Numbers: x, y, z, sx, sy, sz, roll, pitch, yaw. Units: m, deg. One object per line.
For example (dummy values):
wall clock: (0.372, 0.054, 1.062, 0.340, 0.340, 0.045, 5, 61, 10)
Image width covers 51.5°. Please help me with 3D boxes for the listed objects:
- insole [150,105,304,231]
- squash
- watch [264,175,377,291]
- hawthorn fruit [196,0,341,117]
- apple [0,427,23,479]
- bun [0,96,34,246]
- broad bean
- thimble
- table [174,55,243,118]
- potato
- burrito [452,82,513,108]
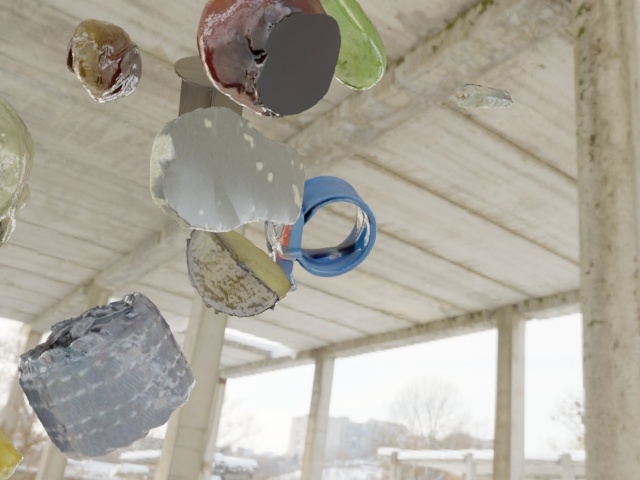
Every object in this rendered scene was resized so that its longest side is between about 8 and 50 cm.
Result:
insole: (-0.053, -0.045, 0.472, 0.011, 0.081, 0.248, 5, 1, 16)
squash: (0.005, -0.431, 1.221, 0.118, 0.118, 0.370, -12, -48, 38)
watch: (0.000, 0.000, 1.727, 0.274, 0.241, 0.305, -6, -60, -15)
hawthorn fruit: (-0.069, -0.278, 0.916, 0.189, 0.251, 0.190, -2, -57, -3)
apple: (-0.643, 0.392, 1.086, 0.252, 0.314, 0.309, 10, 3, -4)
bun: (-0.577, -0.079, 1.014, 0.234, 0.362, 0.326, 37, -63, -1)
broad bean: (-0.432, -0.353, 1.317, 0.122, 0.156, 0.228, 15, 6, 4)
thimble: (-0.312, 0.191, 0.963, 0.236, 0.205, 0.172, -16, -77, 41)
table: (-0.238, -0.256, 1.422, 0.167, 0.167, 0.227, 10, -57, -6)
potato: (-0.162, 0.076, 1.296, 0.098, 0.243, 0.138, -6, -47, -57)
burrito: (0.329, -0.287, 1.330, 0.188, 0.058, 0.045, -9, -37, -42)
